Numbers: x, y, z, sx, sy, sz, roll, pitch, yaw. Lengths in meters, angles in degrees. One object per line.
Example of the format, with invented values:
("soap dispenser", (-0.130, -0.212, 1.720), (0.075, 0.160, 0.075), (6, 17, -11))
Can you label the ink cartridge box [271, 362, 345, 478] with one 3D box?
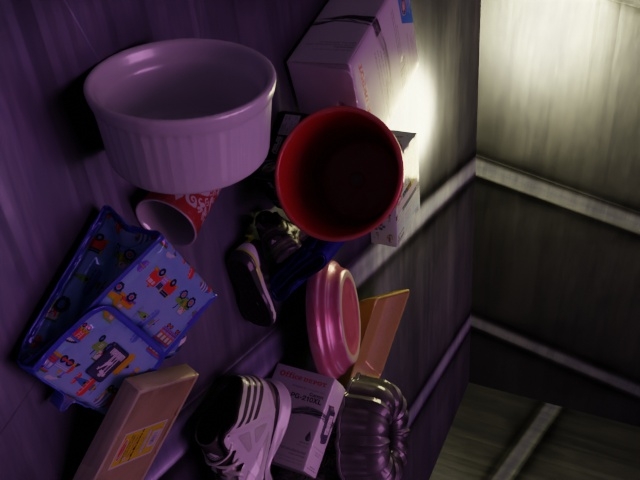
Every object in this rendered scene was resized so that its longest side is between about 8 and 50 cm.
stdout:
("ink cartridge box", (-0.061, 0.446, 1.732), (0.237, 0.172, 0.100), (-69, 153, -23))

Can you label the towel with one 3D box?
("towel", (0.000, 0.000, 1.701), (0.227, 0.076, 0.308), (-40, -174, 42))

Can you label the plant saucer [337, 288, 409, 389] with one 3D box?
("plant saucer", (0.153, 0.308, 2.211), (0.333, 0.081, 0.332), (-2, 112, -65))

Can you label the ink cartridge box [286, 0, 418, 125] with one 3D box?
("ink cartridge box", (0.094, -0.433, 1.705), (0.395, 0.166, 0.285), (-62, 150, -34))

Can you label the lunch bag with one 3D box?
("lunch bag", (-0.334, 0.133, 1.100), (0.293, 0.138, 0.221), (-56, 151, -17))

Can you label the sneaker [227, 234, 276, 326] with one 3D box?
("sneaker", (-0.133, 0.091, 1.534), (0.097, 0.084, 0.234), (-57, 148, -42))

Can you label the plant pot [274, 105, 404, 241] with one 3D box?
("plant pot", (0.063, -0.136, 1.497), (0.243, 0.275, 0.275), (-8, 107, -75))

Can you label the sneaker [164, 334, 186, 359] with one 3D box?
("sneaker", (-0.291, 0.198, 1.273), (0.144, 0.053, 0.059), (-42, 139, -51))

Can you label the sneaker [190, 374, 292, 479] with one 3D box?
("sneaker", (-0.212, 0.505, 1.495), (0.257, 0.169, 0.447), (33, 62, -55))

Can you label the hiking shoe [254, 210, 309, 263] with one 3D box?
("hiking shoe", (-0.090, -0.028, 1.566), (0.114, 0.086, 0.227), (52, 8, -6))

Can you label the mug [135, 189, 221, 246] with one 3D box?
("mug", (-0.244, -0.083, 1.230), (0.113, 0.150, 0.169), (41, 50, -21))

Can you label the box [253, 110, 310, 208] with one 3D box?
("box", (-0.063, -0.179, 1.577), (0.180, 0.077, 0.147), (-70, 154, -18))

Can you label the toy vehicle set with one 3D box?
("toy vehicle set", (-0.322, 0.339, 1.176), (0.267, 0.035, 0.166), (-61, 158, 10))

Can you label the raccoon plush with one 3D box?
("raccoon plush", (-0.033, 0.579, 1.840), (0.446, 0.216, 0.299), (-21, 111, -62))

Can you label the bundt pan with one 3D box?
("bundt pan", (0.155, 0.522, 1.858), (0.331, 0.124, 0.331), (-3, 90, -67))

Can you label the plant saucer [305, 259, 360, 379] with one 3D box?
("plant saucer", (0.043, 0.205, 1.850), (0.332, 0.084, 0.332), (-6, 90, -75))

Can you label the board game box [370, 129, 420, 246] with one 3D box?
("board game box", (0.237, -0.167, 2.218), (0.224, 0.097, 0.303), (-54, 147, -45))

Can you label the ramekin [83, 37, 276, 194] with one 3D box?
("ramekin", (-0.203, -0.188, 1.048), (0.277, 0.277, 0.135), (-52, 151, -45))
